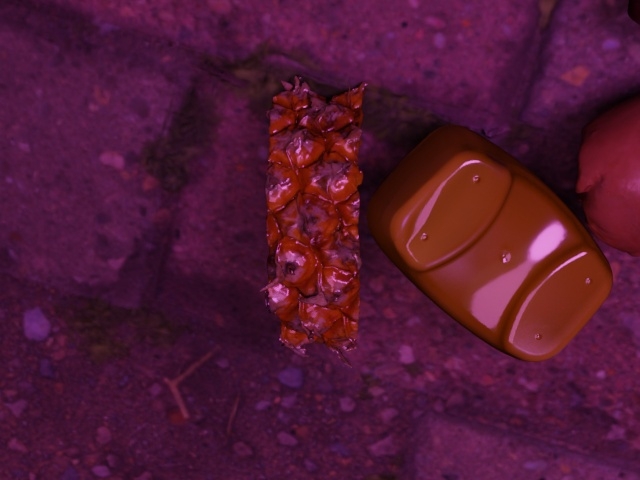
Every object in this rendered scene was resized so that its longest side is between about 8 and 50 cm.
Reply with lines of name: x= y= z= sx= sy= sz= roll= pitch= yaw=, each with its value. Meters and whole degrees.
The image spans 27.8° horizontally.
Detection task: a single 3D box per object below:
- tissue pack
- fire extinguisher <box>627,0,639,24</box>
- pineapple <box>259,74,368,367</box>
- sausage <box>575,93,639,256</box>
tissue pack: x=0.124 y=-0.001 z=0.979 sx=0.178 sy=0.127 sz=0.123 roll=40 pitch=97 yaw=-17
fire extinguisher: x=0.257 y=-0.273 z=0.842 sx=0.105 sy=0.105 sz=0.268 roll=4 pitch=116 yaw=8
pineapple: x=-0.001 y=0.000 z=0.997 sx=0.080 sy=0.135 sz=0.233 roll=0 pitch=113 yaw=9
sausage: x=0.327 y=-0.077 z=0.911 sx=0.304 sy=0.121 sz=0.121 roll=-18 pitch=110 yaw=16
